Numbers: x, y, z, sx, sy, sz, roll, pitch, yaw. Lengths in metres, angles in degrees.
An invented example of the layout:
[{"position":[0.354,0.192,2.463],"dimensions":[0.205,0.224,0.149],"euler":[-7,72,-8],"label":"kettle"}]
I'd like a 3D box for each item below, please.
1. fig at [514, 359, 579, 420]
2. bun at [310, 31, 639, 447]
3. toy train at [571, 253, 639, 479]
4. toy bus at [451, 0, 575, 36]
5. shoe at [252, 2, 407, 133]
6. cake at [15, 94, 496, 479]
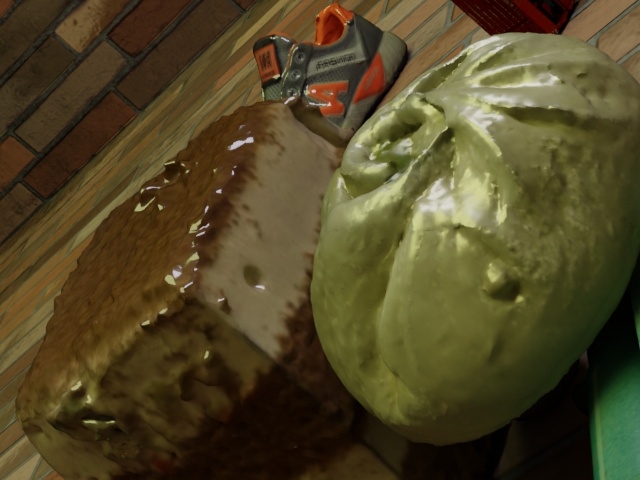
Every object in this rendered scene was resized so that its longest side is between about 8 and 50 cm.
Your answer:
[{"position":[0.132,0.070,0.979],"dimensions":[0.084,0.098,0.082],"euler":[-44,15,11],"label":"fig"},{"position":[0.085,-0.014,0.860],"dimensions":[0.259,0.160,0.259],"euler":[-53,9,12],"label":"bun"},{"position":[0.199,0.092,0.733],"dimensions":[0.194,0.120,0.298],"euler":[-46,15,26],"label":"toy train"},{"position":[0.177,-0.287,1.514],"dimensions":[0.081,0.195,0.089],"euler":[-28,29,50],"label":"toy bus"},{"position":[-0.029,-0.191,1.868],"dimensions":[0.336,0.171,0.132],"euler":[-56,18,-26],"label":"shoe"},{"position":[-0.039,0.095,1.042],"dimensions":[0.256,0.290,0.282],"euler":[-37,22,38],"label":"cake"}]
